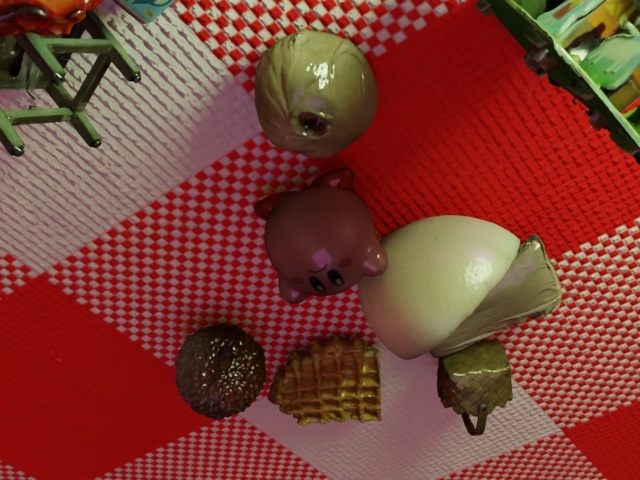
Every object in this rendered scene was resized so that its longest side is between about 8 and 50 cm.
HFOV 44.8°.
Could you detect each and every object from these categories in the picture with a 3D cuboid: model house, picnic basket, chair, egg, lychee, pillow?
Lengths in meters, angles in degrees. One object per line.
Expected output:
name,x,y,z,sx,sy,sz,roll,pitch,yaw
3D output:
model house,0.345,-0.280,0.795,0.242,0.357,0.313,35,111,-28
picnic basket,0.287,0.281,1.450,0.138,0.128,0.178,-5,117,-2
chair,-0.367,-0.245,0.946,0.270,0.147,0.136,49,122,13
egg,0.153,0.053,1.199,0.162,0.206,0.271,42,118,-4
lychee,-0.173,0.225,1.346,0.165,0.165,0.197,8,155,-11
pillow,0.277,0.103,1.328,0.270,0.067,0.173,-25,125,19

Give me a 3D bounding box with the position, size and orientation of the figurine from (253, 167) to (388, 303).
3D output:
figurine,0.000,0.000,1.148,0.173,0.173,0.173,-2,133,-2

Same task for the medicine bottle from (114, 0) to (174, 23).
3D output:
medicine bottle,-0.172,-0.349,0.865,0.188,0.094,0.119,-33,125,25

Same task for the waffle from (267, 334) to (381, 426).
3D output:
waffle,0.005,0.267,1.471,0.219,0.057,0.229,-5,132,2

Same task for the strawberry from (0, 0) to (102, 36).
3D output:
strawberry,-0.388,-0.312,0.793,0.336,0.265,0.149,30,153,-13

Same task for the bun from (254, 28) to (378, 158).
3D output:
bun,-0.008,-0.181,1.017,0.173,0.113,0.166,25,127,-27
